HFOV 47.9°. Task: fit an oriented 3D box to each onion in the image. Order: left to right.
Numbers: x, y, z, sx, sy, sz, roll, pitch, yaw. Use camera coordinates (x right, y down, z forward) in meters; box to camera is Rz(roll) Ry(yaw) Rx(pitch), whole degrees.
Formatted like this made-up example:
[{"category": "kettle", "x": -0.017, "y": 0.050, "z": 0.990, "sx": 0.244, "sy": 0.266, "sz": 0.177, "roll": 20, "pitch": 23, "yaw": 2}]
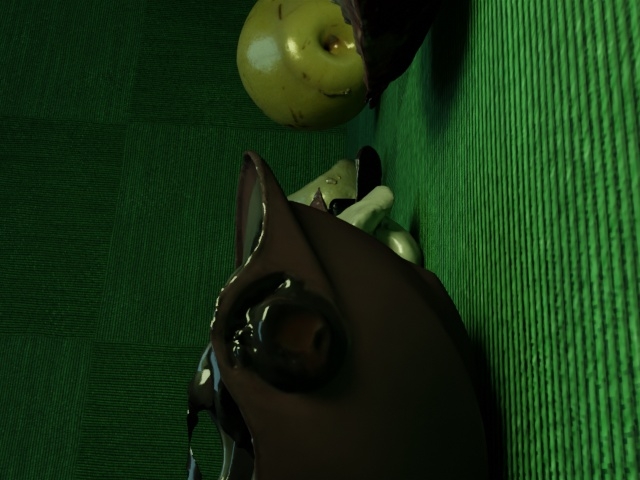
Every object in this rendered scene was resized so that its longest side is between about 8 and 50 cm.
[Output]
[{"category": "onion", "x": 0.061, "y": -0.289, "z": 0.668, "sx": 0.280, "sy": 0.146, "sz": 0.315, "roll": 58, "pitch": -163, "yaw": -66}]

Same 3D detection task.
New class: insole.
[{"category": "insole", "x": 0.071, "y": 0.008, "z": 1.218, "sx": 0.119, "sy": 0.009, "sz": 0.349, "roll": 23, "pitch": -112, "yaw": -55}]

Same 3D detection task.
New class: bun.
[{"category": "bun", "x": 0.010, "y": -0.065, "z": 1.629, "sx": 0.160, "sy": 0.259, "sz": 0.259, "roll": 57, "pitch": -177, "yaw": -5}]

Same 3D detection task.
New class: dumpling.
[{"category": "dumpling", "x": 0.044, "y": 0.032, "z": 0.772, "sx": 0.250, "sy": 0.132, "sz": 0.163, "roll": -39, "pitch": -48, "yaw": -62}]

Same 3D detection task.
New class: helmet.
[{"category": "helmet", "x": 0.006, "y": 0.124, "z": 0.468, "sx": 0.271, "sy": 0.197, "sz": 0.339, "roll": 119, "pitch": 163, "yaw": -69}]

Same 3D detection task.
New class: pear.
[{"category": "pear", "x": -0.018, "y": -0.371, "z": 1.450, "sx": 0.309, "sy": 0.309, "sz": 0.310, "roll": -177, "pitch": 90, "yaw": -90}]

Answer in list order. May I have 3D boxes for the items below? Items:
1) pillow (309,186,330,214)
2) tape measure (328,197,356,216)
[{"category": "pillow", "x": 0.000, "y": 0.000, "z": 1.244, "sx": 0.185, "sy": 0.043, "sz": 0.118, "roll": -103, "pitch": 29, "yaw": -49}, {"category": "tape measure", "x": 0.050, "y": 0.008, "z": 1.351, "sx": 0.199, "sy": 0.112, "sz": 0.186, "roll": -90, "pitch": 5, "yaw": -59}]
